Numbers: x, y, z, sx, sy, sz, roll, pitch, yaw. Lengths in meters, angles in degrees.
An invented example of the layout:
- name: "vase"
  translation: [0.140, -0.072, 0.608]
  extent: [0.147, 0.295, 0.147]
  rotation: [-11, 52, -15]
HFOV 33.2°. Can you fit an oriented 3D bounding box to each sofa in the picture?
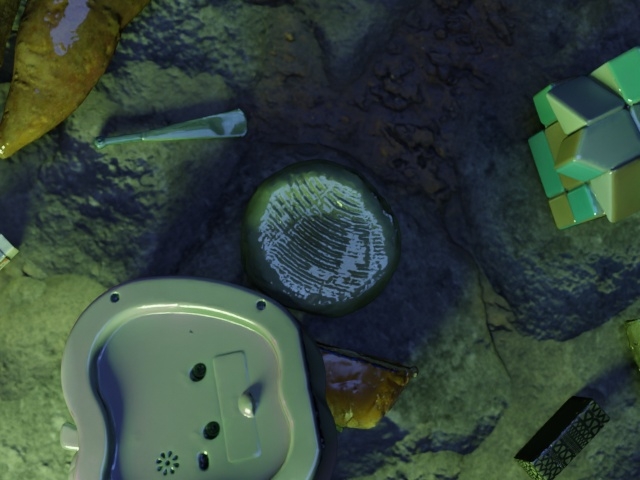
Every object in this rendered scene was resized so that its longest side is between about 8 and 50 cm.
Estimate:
- name: "sofa"
  translation: [0.303, 0.250, 1.351]
  extent: [0.118, 0.060, 0.039]
  rotation: [-42, 97, -12]

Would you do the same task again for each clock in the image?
- name: "clock"
  translation: [-0.151, 0.201, 1.213]
  extent: [0.339, 0.102, 0.338]
  rotation: [-2, 73, 8]

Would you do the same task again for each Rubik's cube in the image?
- name: "Rubik's cube"
  translation: [0.399, -0.129, 1.336]
  extent: [0.265, 0.213, 0.224]
  rotation: [-18, 85, -14]

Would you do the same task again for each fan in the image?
- name: "fan"
  translation: [-0.187, -0.136, 1.344]
  extent: [0.193, 0.016, 0.038]
  rotation: [-8, 82, -11]

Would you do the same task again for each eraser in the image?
- name: "eraser"
  translation: [-0.411, 0.044, 1.265]
  extent: [0.029, 0.052, 0.122]
  rotation: [44, 79, -2]

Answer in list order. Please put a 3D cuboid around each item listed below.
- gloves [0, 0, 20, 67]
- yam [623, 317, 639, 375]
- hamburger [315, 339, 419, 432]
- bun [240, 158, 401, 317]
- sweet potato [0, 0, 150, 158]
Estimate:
- name: "gloves"
  translation: [-0.451, -0.278, 1.248]
  extent: [0.203, 0.155, 0.356]
  rotation: [19, 65, -13]
- name: "yam"
  translation: [0.461, 0.175, 1.368]
  extent: [0.107, 0.107, 0.183]
  rotation: [-19, 85, -11]
- name: "hamburger"
  translation: [0.027, 0.180, 1.302]
  extent: [0.176, 0.087, 0.102]
  rotation: [15, 79, -10]
- name: "bun"
  translation: [0.000, 0.000, 1.305]
  extent: [0.195, 0.118, 0.195]
  rotation: [0, 83, -3]
- name: "sweet potato"
  translation: [-0.304, -0.250, 1.287]
  extent: [0.131, 0.131, 0.336]
  rotation: [32, 78, -4]
